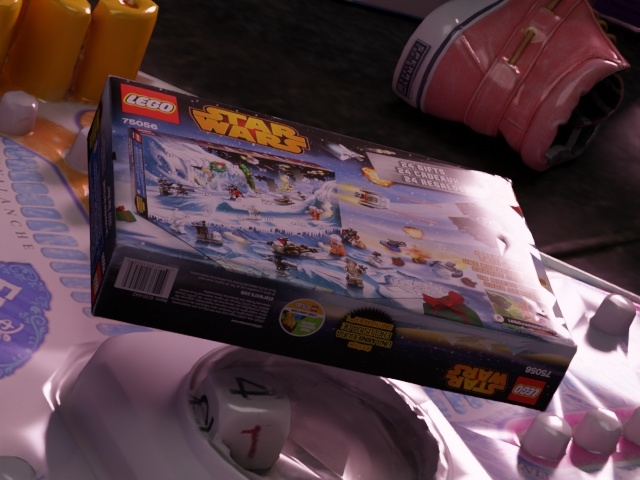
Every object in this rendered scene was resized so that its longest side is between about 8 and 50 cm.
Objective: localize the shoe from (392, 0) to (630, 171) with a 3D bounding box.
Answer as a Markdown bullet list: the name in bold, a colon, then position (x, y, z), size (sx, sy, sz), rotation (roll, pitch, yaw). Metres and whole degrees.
- **shoe**: position (0.109, -0.086, 0.815), size (0.081, 0.063, 0.178), rotation (33, 36, 16)

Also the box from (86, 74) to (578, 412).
- **box**: position (0.000, 0.000, 0.518), size (0.137, 0.027, 0.094), rotation (14, 31, -16)

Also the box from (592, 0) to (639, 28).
- **box**: position (0.173, -0.267, 0.987), size (0.165, 0.143, 0.270), rotation (19, 46, -19)

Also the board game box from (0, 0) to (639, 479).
- **board game box**: position (-0.001, 0.055, 0.508), size (0.390, 0.050, 0.390), rotation (24, 28, 4)

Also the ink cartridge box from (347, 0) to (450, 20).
- **ink cartridge box**: position (0.016, -0.186, 0.914), size (0.104, 0.060, 0.180), rotation (12, 31, -17)
